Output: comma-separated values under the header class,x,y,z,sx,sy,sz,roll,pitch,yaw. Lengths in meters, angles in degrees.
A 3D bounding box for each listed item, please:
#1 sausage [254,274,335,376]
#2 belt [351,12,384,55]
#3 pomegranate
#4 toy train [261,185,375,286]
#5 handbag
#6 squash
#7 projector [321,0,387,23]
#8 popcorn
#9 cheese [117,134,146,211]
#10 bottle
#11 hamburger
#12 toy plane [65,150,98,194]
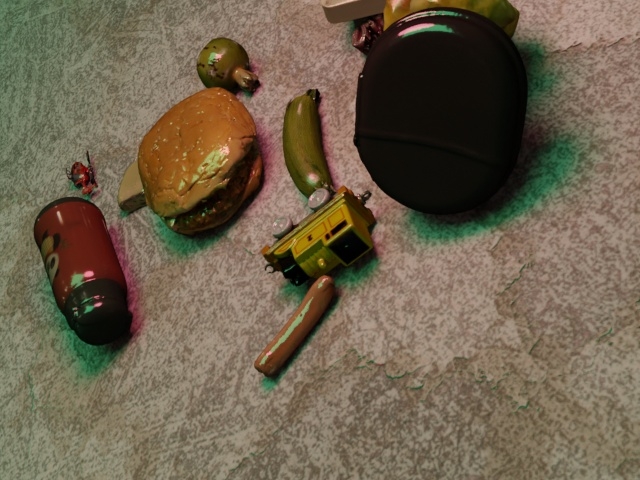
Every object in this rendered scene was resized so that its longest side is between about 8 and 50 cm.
class,x,y,z,sx,sy,sz,roll,pitch,yaw
sausage,-0.037,0.134,1.517,0.186,0.043,0.043,-52,42,-4
belt,0.084,-0.445,1.849,0.071,0.053,0.232,-24,47,18
pomegranate,-0.185,-0.350,1.968,0.142,0.114,0.114,33,82,24
toy train,0.000,0.000,1.549,0.219,0.089,0.127,-37,37,13
handbag,0.171,-0.185,1.415,0.254,0.307,0.093,11,24,17
squash,-0.027,-0.164,1.717,0.080,0.071,0.318,0,45,-8
projector,0.123,-0.539,1.812,0.259,0.079,0.257,-12,52,11
popcorn,0.200,-0.327,1.542,0.241,0.235,0.250,-57,27,17
cheese,-0.377,-0.148,2.014,0.097,0.037,0.192,-23,48,23
bottle,-0.446,0.060,1.839,0.144,0.144,0.336,-42,44,6
hamburger,-0.229,-0.151,1.821,0.259,0.144,0.283,-38,48,7
toy plane,-0.526,-0.141,2.133,0.060,0.037,0.145,-31,39,2
